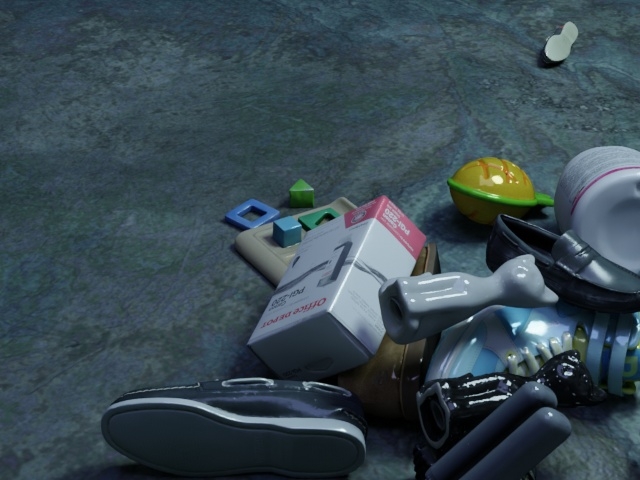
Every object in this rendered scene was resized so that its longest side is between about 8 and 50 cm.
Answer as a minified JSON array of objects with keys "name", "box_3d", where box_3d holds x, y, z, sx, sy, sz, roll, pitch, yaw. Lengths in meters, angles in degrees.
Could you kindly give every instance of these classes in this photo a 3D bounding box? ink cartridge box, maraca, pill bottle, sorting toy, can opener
[{"name":"ink cartridge box","box_3d":[0.022,0.064,1.502,0.158,0.092,0.218,-26,28,42]},{"name":"maraca","box_3d":[0.269,-0.072,1.775,0.185,0.099,0.127,1,21,-43]},{"name":"pill bottle","box_3d":[0.400,-0.040,1.602,0.160,0.160,0.283,1,14,4]},{"name":"sorting toy","box_3d":[0.000,0.000,1.721,0.196,0.047,0.347,-22,40,-27]},{"name":"can opener","box_3d":[0.129,0.247,1.205,0.280,0.093,0.074,-42,39,18]}]

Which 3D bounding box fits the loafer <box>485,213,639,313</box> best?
[{"name":"loafer","box_3d":[0.300,0.027,1.445,0.223,0.078,0.076,21,32,35]}]

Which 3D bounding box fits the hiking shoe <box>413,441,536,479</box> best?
[{"name":"hiking shoe","box_3d":[0.199,0.272,1.283,0.114,0.086,0.227,-23,39,-22]}]

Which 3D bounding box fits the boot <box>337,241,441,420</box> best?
[{"name":"boot","box_3d":[0.096,0.105,1.523,0.115,0.112,0.305,-3,35,18]}]

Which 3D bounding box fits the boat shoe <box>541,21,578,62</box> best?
[{"name":"boat shoe","box_3d":[0.442,-0.365,2.236,0.043,0.049,0.137,-30,15,43]}]

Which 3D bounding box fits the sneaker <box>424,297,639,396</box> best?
[{"name":"sneaker","box_3d":[0.279,0.143,1.432,0.208,0.127,0.319,22,42,33]}]

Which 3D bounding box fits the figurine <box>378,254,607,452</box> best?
[{"name":"figurine","box_3d":[0.195,0.113,1.348,0.209,0.092,0.215,-10,62,-19]}]

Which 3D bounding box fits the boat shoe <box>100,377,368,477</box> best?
[{"name":"boat shoe","box_3d":[-0.097,0.209,1.377,0.302,0.114,0.091,9,35,-5]}]
